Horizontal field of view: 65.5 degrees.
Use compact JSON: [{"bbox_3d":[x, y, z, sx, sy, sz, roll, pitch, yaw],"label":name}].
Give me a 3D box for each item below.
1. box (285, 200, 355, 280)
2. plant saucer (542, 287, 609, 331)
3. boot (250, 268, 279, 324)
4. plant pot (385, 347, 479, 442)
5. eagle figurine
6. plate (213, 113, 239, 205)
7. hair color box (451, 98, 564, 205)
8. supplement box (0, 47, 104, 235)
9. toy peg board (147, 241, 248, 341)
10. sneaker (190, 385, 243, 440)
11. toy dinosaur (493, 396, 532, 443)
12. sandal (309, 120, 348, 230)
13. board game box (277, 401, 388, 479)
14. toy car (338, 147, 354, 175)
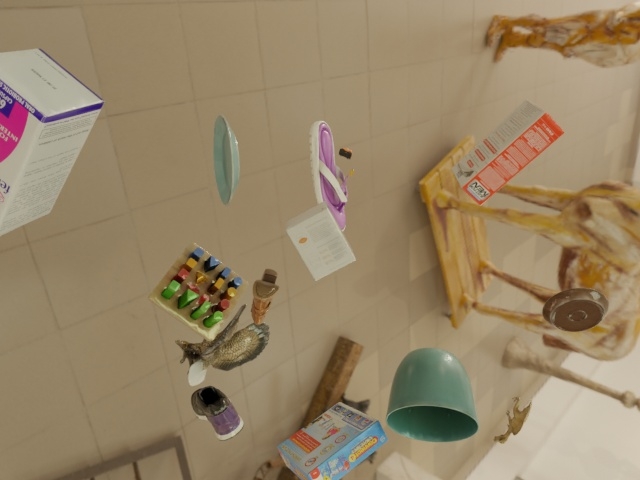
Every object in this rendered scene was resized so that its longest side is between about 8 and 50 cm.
[{"bbox_3d":[0.000,0.000,1.374,0.130,0.091,0.170,-27,106,6],"label":"box"},{"bbox_3d":[0.698,0.197,1.358,0.029,0.169,0.168,-77,151,-49],"label":"plant saucer"},{"bbox_3d":[-0.175,0.186,1.485,0.197,0.073,0.152,-69,178,-73],"label":"boot"},{"bbox_3d":[0.374,0.506,1.669,0.235,0.293,0.293,-78,148,-42],"label":"plant pot"},{"bbox_3d":[-0.352,0.360,1.762,0.226,0.298,0.225,-49,123,-77],"label":"eagle figurine"},{"bbox_3d":[-0.193,-0.165,1.028,0.024,0.188,0.188,-5,108,-21],"label":"plate"},{"bbox_3d":[0.302,-0.145,0.820,0.053,0.093,0.167,40,113,-17],"label":"hair color box"},{"bbox_3d":[-0.404,-0.125,0.661,0.220,0.111,0.114,-49,-176,29],"label":"supplement box"},{"bbox_3d":[-0.242,0.097,1.048,0.161,0.079,0.160,39,55,-13],"label":"toy peg board"},{"bbox_3d":[-0.322,0.470,1.474,0.107,0.283,0.124,-32,110,-28],"label":"sneaker"},{"bbox_3d":[0.495,0.436,1.230,0.092,0.053,0.183,-47,161,-56],"label":"toy dinosaur"},{"bbox_3d":[0.045,-0.234,1.814,0.169,0.102,0.416,-24,103,-58],"label":"sandal"},{"bbox_3d":[0.035,0.729,1.782,0.302,0.308,0.086,-29,97,-23],"label":"board game box"},{"bbox_3d":[0.112,-0.337,2.091,0.040,0.060,0.122,-56,149,-44],"label":"toy car"}]
